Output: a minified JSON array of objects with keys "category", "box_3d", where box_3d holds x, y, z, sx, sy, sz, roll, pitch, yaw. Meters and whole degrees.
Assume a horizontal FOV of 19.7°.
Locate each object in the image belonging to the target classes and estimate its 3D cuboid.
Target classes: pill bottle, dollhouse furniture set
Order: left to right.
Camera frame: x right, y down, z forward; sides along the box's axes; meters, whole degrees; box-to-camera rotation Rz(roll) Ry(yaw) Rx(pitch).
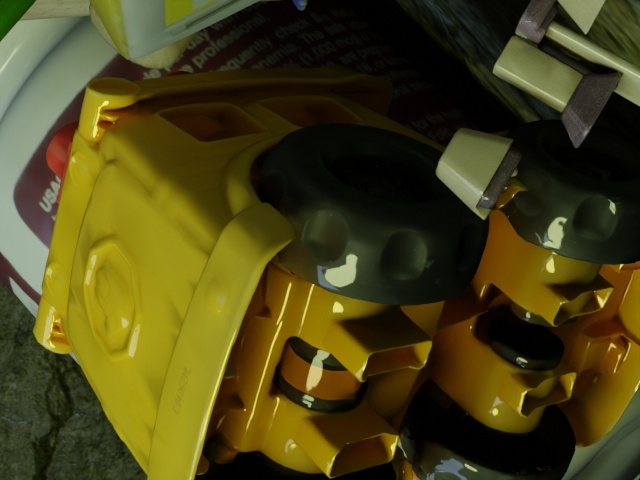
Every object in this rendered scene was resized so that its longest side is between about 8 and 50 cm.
[{"category":"pill bottle","box_3d":[-0.022,-0.002,0.901,0.392,0.224,0.224,45,175,17]},{"category":"dollhouse furniture set","box_3d":[0.091,-0.044,0.511,0.081,0.091,0.114,30,171,4]}]

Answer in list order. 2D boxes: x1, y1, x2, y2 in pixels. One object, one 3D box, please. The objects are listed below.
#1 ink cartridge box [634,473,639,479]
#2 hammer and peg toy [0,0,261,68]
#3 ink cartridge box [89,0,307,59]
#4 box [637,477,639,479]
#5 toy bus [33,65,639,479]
[{"category":"ink cartridge box","box_3d":[0.157,0.127,1.403,0.209,0.062,0.109,45,175,12]},{"category":"hammer and peg toy","box_3d":[-0.181,-0.183,0.704,0.361,0.127,0.266,6,144,50]},{"category":"ink cartridge box","box_3d":[-0.085,-0.188,0.375,0.303,0.072,0.307,62,173,-1]},{"category":"box","box_3d":[0.160,0.236,0.867,0.183,0.296,0.294,46,176,10]},{"category":"toy bus","box_3d":[0.000,0.000,0.698,0.220,0.149,0.211,-8,-144,-37]}]
